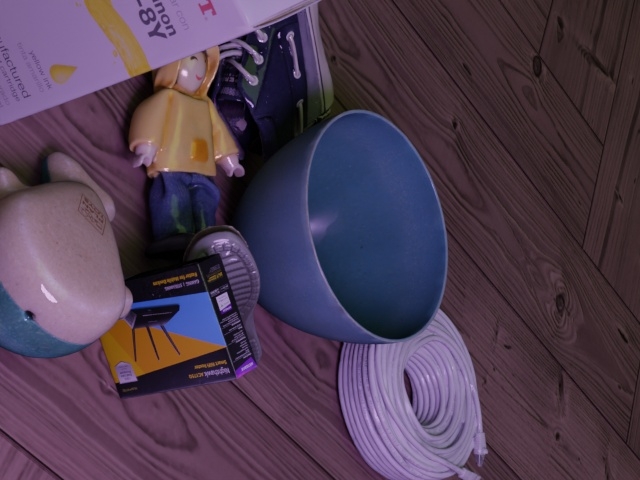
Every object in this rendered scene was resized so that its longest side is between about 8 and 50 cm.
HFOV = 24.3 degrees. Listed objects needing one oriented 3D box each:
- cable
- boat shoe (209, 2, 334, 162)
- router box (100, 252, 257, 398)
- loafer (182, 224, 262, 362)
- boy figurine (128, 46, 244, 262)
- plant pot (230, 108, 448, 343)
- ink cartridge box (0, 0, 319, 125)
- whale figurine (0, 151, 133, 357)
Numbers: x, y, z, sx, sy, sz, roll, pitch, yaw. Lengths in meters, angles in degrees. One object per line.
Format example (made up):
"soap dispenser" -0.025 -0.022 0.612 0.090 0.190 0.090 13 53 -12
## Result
"cable" 0.126 0.208 2.062 0.257 0.089 0.257 20 62 -47
"boat shoe" -0.083 -0.257 1.860 0.158 0.127 0.340 -51 134 -40
"router box" -0.166 0.096 1.638 0.046 0.179 0.133 -27 100 -52
"loafer" -0.122 0.061 1.732 0.251 0.094 0.087 91 -17 -51
"boy figurine" -0.157 -0.116 1.796 0.177 0.092 0.285 12 72 -48
"plant pot" 0.000 0.000 1.872 0.290 0.195 0.290 21 62 -47
"ink cartridge box" -0.220 -0.310 1.526 0.160 0.385 0.279 -37 108 -51
"whale figurine" -0.293 0.015 1.567 0.216 0.141 0.272 47 21 -23
